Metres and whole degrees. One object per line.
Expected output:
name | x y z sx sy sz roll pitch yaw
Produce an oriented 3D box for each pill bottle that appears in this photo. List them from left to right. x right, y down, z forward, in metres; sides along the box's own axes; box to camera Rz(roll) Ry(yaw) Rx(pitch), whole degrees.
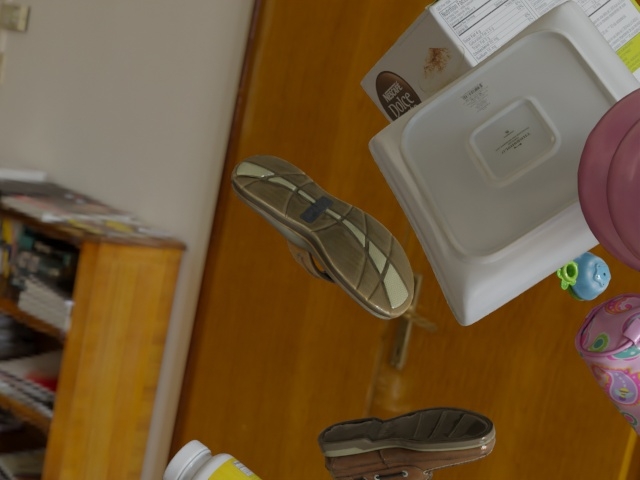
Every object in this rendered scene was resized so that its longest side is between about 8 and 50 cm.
pill bottle | -0.081 0.230 0.838 0.116 0.065 0.065 34 15 19

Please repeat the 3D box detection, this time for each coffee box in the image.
coffee box | 0.333 -0.294 1.657 0.334 0.338 0.337 52 -20 -1

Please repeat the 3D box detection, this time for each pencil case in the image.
pencil case | 0.448 0.202 1.237 0.284 0.124 0.124 52 -6 -19

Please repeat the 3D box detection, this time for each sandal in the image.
sandal | 0.000 0.000 0.748 0.180 0.049 0.072 38 46 17

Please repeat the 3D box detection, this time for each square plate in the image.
square plate | 0.250 -0.117 1.213 0.049 0.347 0.344 38 23 -50

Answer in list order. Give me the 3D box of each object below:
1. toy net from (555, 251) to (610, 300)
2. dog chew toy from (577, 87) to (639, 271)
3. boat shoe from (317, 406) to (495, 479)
toy net | 0.358 -0.038 1.292 0.122 0.232 0.045 15 -14 -32
dog chew toy | 0.357 -0.051 0.882 0.207 0.206 0.332 12 10 6
boat shoe | 0.148 0.345 1.539 0.307 0.104 0.111 -9 16 32
